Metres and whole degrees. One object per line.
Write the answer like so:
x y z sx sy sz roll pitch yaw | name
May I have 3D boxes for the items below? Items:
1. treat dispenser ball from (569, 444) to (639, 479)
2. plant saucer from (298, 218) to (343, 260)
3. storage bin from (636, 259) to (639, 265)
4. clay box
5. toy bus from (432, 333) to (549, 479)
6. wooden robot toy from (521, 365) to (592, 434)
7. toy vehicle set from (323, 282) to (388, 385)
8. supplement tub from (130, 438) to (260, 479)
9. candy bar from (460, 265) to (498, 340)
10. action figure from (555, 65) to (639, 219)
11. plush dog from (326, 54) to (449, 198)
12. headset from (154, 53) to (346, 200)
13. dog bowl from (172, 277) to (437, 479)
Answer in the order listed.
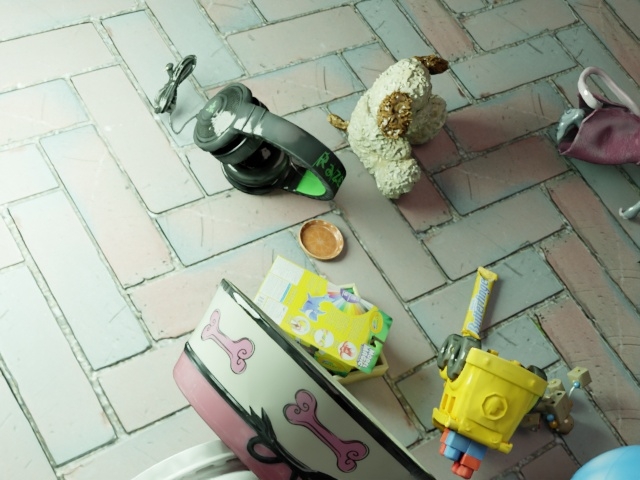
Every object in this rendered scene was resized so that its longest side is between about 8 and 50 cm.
0.494 0.454 1.510 0.288 0.288 0.288 10 55 -14 | treat dispenser ball
0.000 0.000 1.797 0.083 0.013 0.084 9 55 -14 | plant saucer
0.699 0.048 1.960 0.098 0.135 0.091 -22 77 -31 | storage bin
-0.003 0.130 1.638 0.222 0.053 0.127 29 53 -2 | clay box
0.248 0.274 1.625 0.149 0.220 0.212 24 86 -5 | toy bus
0.411 0.296 1.739 0.173 0.076 0.079 -39 112 -35 | wooden robot toy
-0.036 0.170 1.657 0.266 0.035 0.166 -9 62 -26 | toy vehicle set
-0.124 0.450 1.313 0.235 0.235 0.325 -18 66 -29 | supplement tub
0.289 0.117 1.826 0.040 0.018 0.162 26 52 -3 | candy bar
0.672 -0.208 2.042 0.370 0.276 0.248 18 46 9 | action figure
0.138 -0.247 1.878 0.210 0.225 0.262 29 53 -1 | plush dog
-0.124 -0.199 1.744 0.394 0.243 0.185 22 76 24 | headset
-0.036 0.243 1.387 0.408 0.408 0.150 42 86 10 | dog bowl
